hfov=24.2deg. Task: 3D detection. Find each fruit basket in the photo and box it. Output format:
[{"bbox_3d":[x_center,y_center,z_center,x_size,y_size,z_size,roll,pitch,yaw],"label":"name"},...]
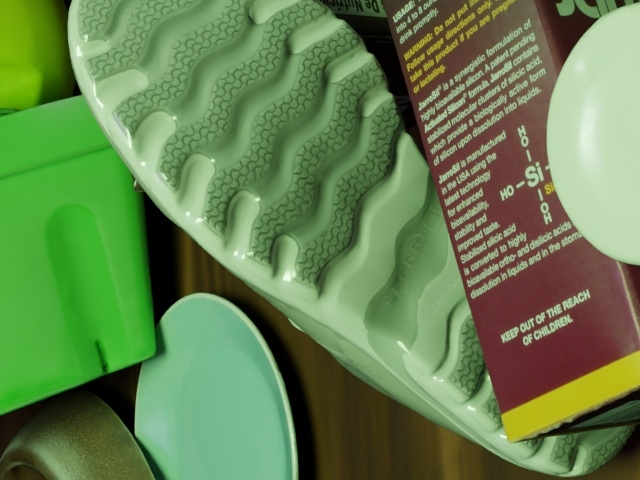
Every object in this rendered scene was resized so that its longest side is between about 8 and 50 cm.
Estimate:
[{"bbox_3d":[-0.273,-0.061,0.995,0.392,0.282,0.392,35,135,45],"label":"fruit basket"}]

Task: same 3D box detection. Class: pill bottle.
[{"bbox_3d":[0.145,-0.034,0.469,0.078,0.137,0.078,5,96,54],"label":"pill bottle"}]

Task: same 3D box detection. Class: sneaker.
[{"bbox_3d":[0.000,0.000,0.615,0.281,0.105,0.115,45,159,-8],"label":"sneaker"}]

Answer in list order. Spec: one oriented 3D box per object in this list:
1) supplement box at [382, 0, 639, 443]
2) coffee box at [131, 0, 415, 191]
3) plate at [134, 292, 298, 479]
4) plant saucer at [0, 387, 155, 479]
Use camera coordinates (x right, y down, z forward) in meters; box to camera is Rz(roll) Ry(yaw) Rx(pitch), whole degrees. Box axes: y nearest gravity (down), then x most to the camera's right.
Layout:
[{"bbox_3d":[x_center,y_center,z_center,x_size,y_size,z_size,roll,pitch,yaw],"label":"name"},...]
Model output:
[{"bbox_3d":[0.105,-0.029,0.557,0.081,0.104,0.188,-36,63,50],"label":"supplement box"},{"bbox_3d":[-0.038,-0.189,0.744,0.168,0.118,0.297,-35,64,50],"label":"coffee box"},{"bbox_3d":[-0.057,0.124,0.879,0.188,0.024,0.188,8,99,56],"label":"plate"},{"bbox_3d":[-0.167,0.257,1.008,0.310,0.050,0.311,16,109,56],"label":"plant saucer"}]
